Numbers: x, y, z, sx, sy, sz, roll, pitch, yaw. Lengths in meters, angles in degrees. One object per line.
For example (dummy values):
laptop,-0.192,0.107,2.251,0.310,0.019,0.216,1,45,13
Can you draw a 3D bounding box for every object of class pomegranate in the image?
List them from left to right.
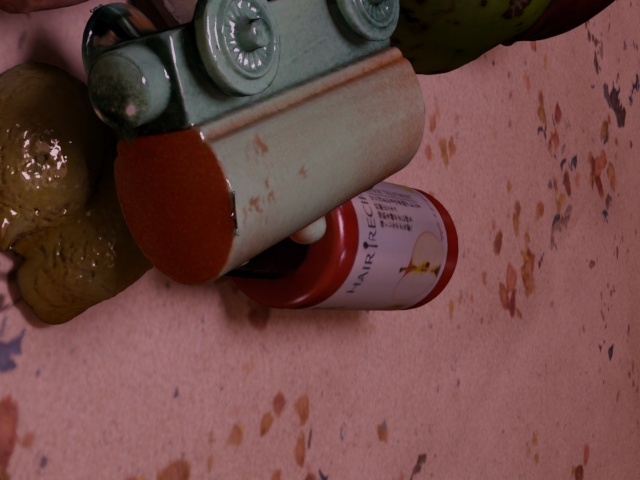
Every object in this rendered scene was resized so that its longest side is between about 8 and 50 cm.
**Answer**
pomegranate,0.073,-0.254,1.001,0.248,0.214,0.214,34,52,-11

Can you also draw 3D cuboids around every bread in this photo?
bread,-0.130,-0.050,0.748,0.149,0.065,0.187,60,42,-31

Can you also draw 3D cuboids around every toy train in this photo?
toy train,-0.029,-0.081,0.771,0.285,0.116,0.177,-33,112,-55

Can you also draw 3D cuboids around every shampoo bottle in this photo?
shampoo bottle,0.000,0.000,0.923,0.278,0.104,0.104,5,84,-59

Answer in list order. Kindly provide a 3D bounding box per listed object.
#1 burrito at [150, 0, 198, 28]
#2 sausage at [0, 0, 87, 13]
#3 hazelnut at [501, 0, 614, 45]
burrito,-0.094,-0.172,0.828,0.188,0.045,0.058,57,44,-42
sausage,-0.043,-0.234,0.776,0.094,0.094,0.419,52,48,4
hazelnut,0.203,-0.291,1.207,0.229,0.230,0.229,4,85,-59
